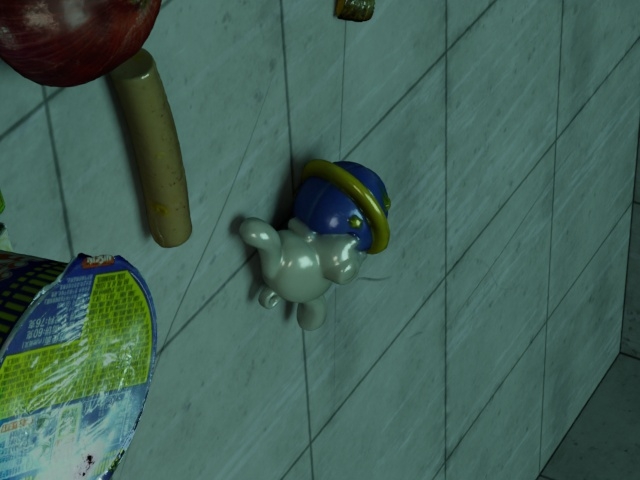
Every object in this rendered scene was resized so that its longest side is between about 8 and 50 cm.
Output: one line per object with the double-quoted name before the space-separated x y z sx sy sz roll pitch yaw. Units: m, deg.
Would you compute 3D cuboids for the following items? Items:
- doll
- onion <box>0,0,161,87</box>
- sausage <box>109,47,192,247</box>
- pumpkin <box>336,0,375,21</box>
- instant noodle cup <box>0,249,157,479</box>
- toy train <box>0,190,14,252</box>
"doll" 0.016 0.019 2.575 0.242 0.159 0.311 -57 155 -31
"onion" -0.261 -0.272 1.834 0.248 0.161 0.248 -33 147 -25
"sausage" -0.206 -0.109 2.149 0.066 0.066 0.301 -53 150 -35
"pumpkin" 0.051 -0.373 2.532 0.073 0.035 0.101 -13 123 -48
"instant noodle cup" -0.364 0.109 1.677 0.284 0.312 0.284 -42 140 -47
"toy train" -0.376 -0.013 1.869 0.202 0.060 0.081 82 30 -46
